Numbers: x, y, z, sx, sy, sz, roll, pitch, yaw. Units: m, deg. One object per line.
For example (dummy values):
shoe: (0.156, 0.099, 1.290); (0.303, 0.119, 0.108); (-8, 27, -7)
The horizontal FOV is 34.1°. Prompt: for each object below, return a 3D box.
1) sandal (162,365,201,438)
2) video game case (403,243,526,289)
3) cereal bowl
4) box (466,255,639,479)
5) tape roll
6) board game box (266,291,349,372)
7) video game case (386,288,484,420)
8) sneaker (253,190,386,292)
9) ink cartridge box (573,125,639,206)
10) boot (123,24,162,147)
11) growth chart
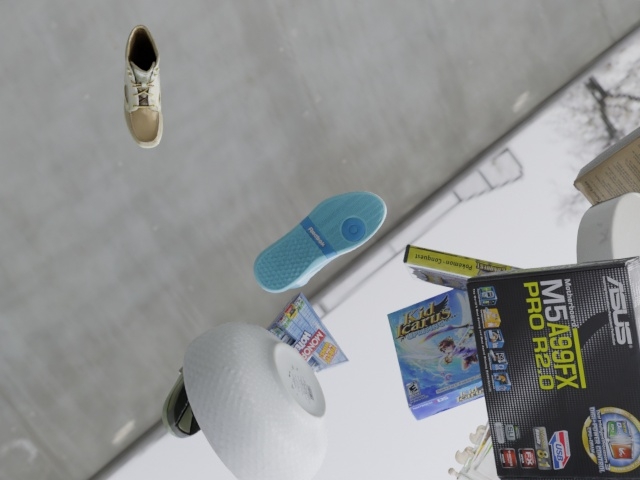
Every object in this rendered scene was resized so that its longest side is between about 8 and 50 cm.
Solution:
sandal: (-0.234, 0.269, 1.995); (0.086, 0.120, 0.303); (-20, -166, 30)
video game case: (0.273, 0.066, 1.779); (0.275, 0.248, 0.035); (46, 56, -78)
cereal bowl: (-0.092, 0.286, 1.898); (0.141, 0.339, 0.339); (-34, -175, 16)
box: (0.309, 0.165, 1.306); (0.216, 0.270, 0.060); (-7, -177, 36)
tape roll: (0.569, 0.108, 1.795); (0.072, 0.392, 0.392); (-23, -168, 36)
board game box: (-0.040, 0.256, 2.405); (0.194, 0.194, 0.060); (-51, -173, -29)
video game case: (0.285, 0.207, 2.103); (0.269, 0.061, 0.244); (-22, -136, 12)
sneaker: (0.000, 0.000, 2.292); (0.319, 0.127, 0.208); (-30, 176, 1)
ink cartridge box: (0.641, -0.090, 2.018); (0.193, 0.235, 0.088); (-37, -174, 34)
boot: (-0.348, -0.300, 2.047); (0.077, 0.213, 0.165); (-4, 172, -12)
growth chart: (0.389, 0.431, 2.153); (0.237, 0.172, 0.021); (-51, -175, 4)
